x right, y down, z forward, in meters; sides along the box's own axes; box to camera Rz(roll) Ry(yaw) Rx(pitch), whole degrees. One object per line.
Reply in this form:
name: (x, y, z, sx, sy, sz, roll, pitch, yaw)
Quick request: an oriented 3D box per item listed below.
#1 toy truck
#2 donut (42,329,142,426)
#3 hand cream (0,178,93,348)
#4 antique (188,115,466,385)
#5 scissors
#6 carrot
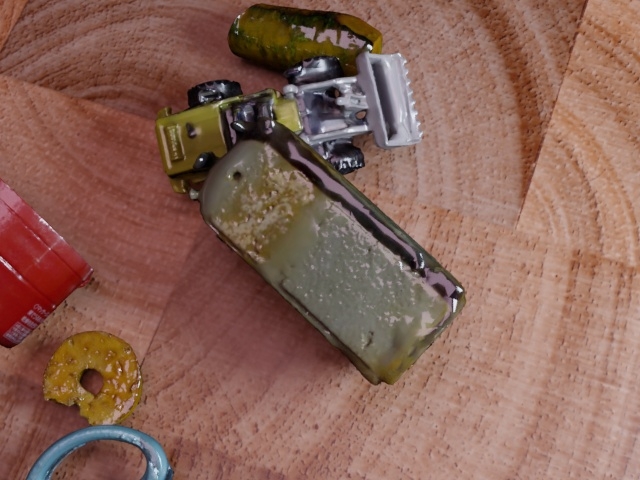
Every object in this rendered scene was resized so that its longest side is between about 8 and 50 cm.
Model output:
toy truck: (-0.038, -0.126, 1.008, 0.286, 0.111, 0.136, -13, 88, 7)
donut: (-0.233, 0.147, 0.979, 0.108, 0.043, 0.097, 33, 78, 16)
hand cream: (-0.344, 0.008, 0.964, 0.193, 0.193, 0.125, 38, 76, 17)
antique: (0.000, 0.000, 0.914, 0.284, 0.150, 0.125, 43, 95, 2)
scissors: (-0.324, 0.303, 0.922, 0.393, 0.032, 0.180, -15, 80, 2)
carrot: (-0.015, -0.233, 1.086, 0.173, 0.082, 0.082, 17, 72, 11)
